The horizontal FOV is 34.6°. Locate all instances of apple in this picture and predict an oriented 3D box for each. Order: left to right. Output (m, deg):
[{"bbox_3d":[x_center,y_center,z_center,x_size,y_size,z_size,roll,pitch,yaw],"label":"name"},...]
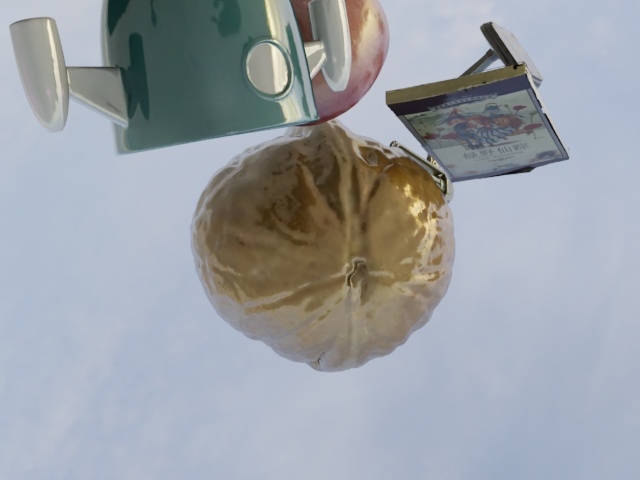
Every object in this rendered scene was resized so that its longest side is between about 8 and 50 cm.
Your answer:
[{"bbox_3d":[-0.012,-0.186,0.965,0.153,0.120,0.153,-30,-147,21],"label":"apple"}]

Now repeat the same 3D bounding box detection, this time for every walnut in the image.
[{"bbox_3d":[0.000,0.000,1.216,0.333,0.333,0.332,-14,-128,18],"label":"walnut"}]

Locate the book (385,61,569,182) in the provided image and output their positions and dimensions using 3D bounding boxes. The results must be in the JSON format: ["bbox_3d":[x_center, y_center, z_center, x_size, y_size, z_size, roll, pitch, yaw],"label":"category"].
[{"bbox_3d":[0.188,-0.127,1.189,0.157,0.231,0.026,-10,-114,22],"label":"book"}]

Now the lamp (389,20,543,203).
[{"bbox_3d":[0.209,-0.211,1.614,0.124,0.203,0.283,45,-73,27],"label":"lamp"}]

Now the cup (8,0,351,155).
[{"bbox_3d":[-0.093,-0.162,0.787,0.300,0.173,0.167,-14,-171,-39],"label":"cup"}]
